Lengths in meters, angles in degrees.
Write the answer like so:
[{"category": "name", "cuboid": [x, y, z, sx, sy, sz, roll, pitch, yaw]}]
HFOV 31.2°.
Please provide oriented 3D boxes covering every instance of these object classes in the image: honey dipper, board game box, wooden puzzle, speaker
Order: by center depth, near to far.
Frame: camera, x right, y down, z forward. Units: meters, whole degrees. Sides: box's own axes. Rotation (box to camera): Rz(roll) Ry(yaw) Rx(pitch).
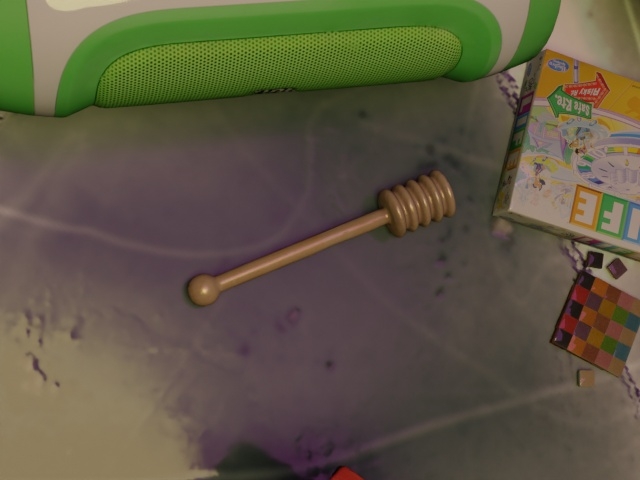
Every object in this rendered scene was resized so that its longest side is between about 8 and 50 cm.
[{"category": "speaker", "cuboid": [-0.030, -0.135, 0.600, 0.297, 0.131, 0.131, -7, 86, -16]}, {"category": "honey dipper", "cuboid": [0.000, 0.000, 0.647, 0.161, 0.030, 0.030, -21, 90, -15]}, {"category": "wooden puzzle", "cuboid": [0.170, 0.050, 0.700, 0.049, 0.006, 0.083, 27, 77, -11]}, {"category": "board game box", "cuboid": [0.190, -0.043, 0.705, 0.154, 0.026, 0.103, 16, 80, -13]}]

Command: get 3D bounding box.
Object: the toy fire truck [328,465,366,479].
[{"category": "toy fire truck", "cuboid": [0.057, 0.188, 0.585, 0.135, 0.192, 0.047, 33, 73, 20]}]
